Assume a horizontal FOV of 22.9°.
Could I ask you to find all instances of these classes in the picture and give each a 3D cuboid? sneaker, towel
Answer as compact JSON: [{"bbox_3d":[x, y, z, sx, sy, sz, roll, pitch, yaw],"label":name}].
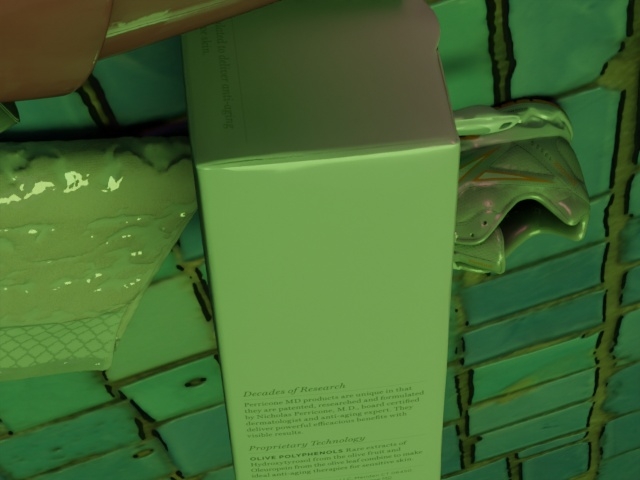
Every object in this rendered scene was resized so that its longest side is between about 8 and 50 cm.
[{"bbox_3d":[0.087,-0.021,1.227,0.262,0.121,0.099,-17,152,-3],"label":"sneaker"},{"bbox_3d":[-0.275,0.029,1.170,0.331,0.053,0.317,-6,150,-26],"label":"towel"}]

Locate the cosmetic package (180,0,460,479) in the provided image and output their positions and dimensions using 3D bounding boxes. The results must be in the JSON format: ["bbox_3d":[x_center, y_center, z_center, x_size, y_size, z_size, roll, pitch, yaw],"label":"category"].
[{"bbox_3d":[0.000,0.000,1.040,0.155,0.197,0.366,-7,138,-2],"label":"cosmetic package"}]

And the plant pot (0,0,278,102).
[{"bbox_3d":[-0.082,-0.165,0.663,0.180,0.201,0.201,-10,152,-24],"label":"plant pot"}]

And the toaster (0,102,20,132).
[{"bbox_3d":[-0.269,-0.099,0.817,0.168,0.186,0.110,-29,155,2],"label":"toaster"}]

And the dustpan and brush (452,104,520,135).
[{"bbox_3d":[0.038,-0.090,1.134,0.211,0.060,0.147,-11,152,-14],"label":"dustpan and brush"}]
